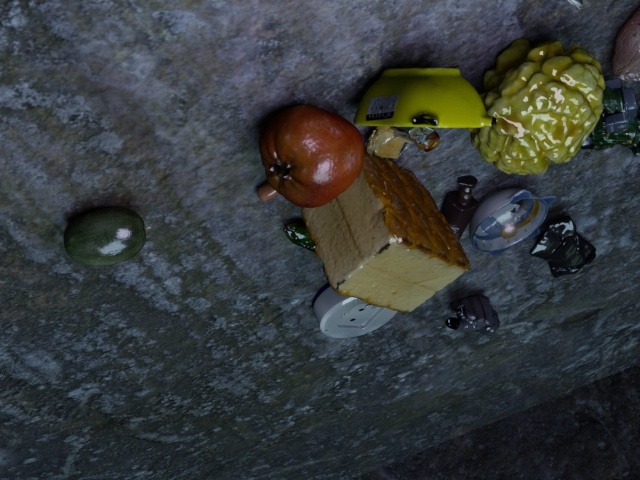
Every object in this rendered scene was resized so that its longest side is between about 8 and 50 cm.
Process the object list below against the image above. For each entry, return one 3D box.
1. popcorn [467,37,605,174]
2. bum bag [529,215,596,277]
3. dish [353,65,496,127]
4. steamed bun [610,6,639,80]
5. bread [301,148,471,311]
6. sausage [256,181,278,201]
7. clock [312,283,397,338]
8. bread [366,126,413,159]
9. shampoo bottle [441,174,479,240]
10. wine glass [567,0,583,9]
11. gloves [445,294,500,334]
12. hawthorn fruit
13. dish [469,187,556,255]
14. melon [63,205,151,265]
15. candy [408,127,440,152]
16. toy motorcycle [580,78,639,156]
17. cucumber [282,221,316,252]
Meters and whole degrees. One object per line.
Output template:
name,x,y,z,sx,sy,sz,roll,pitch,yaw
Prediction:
popcorn,0.408,-0.254,1.470,0.224,0.258,0.270,28,171,-15
bum bag,0.673,0.024,2.139,0.144,0.095,0.340,-40,148,15
dish,0.186,-0.261,1.397,0.221,0.262,0.108,-5,101,-25
steamed bun,0.669,-0.393,1.537,0.145,0.106,0.175,-10,147,-15
bread,0.130,-0.018,1.633,0.207,0.279,0.279,-42,144,26
sausage,-0.093,-0.111,1.591,0.083,0.034,0.034,-28,146,11
clock,0.097,0.173,2.053,0.230,0.083,0.230,-13,144,-10
bread,0.136,-0.199,1.562,0.072,0.053,0.106,-42,155,24
shampoo bottle,0.328,-0.068,1.851,0.068,0.067,0.236,-18,147,-23
wine glass,0.493,-0.486,1.346,0.072,0.072,0.155,12,135,-39
gloves,0.454,0.226,2.289,0.142,0.119,0.285,-41,157,9
hawthorn fruit,0.000,-0.169,1.456,0.225,0.196,0.196,-27,155,-37
dish,0.459,-0.067,1.901,0.228,0.086,0.236,3,139,-33
melon,-0.412,-0.010,1.491,0.167,0.114,0.114,-12,145,-9
candy,0.218,-0.206,1.575,0.053,0.046,0.182,-43,166,10
toy motorcycle,0.654,-0.261,1.688,0.187,0.124,0.275,-11,163,20
cucumber,0.000,0.000,1.774,0.227,0.069,0.069,19,130,-39
